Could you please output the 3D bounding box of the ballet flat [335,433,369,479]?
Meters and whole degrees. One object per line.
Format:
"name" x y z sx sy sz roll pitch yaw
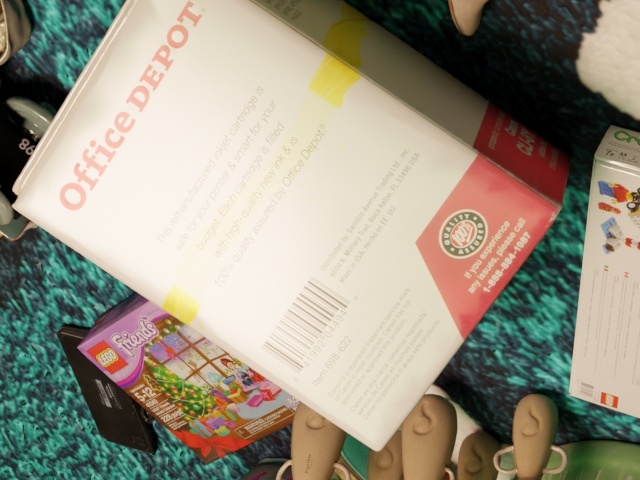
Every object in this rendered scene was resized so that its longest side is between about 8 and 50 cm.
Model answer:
"ballet flat" 0.068 0.263 2.065 0.206 0.073 0.067 56 162 -22

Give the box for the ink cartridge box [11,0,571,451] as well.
"ink cartridge box" -0.022 -0.053 1.647 0.385 0.160 0.279 34 113 -3

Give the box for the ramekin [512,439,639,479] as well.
"ramekin" 0.305 0.357 1.930 0.303 0.148 0.303 18 138 17

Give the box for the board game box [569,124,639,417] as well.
"board game box" 0.324 0.051 1.685 0.193 0.053 0.305 18 138 18

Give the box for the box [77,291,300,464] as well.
"box" -0.098 0.114 2.013 0.201 0.057 0.293 44 138 -13

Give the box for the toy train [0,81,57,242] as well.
"toy train" -0.392 -0.122 1.908 0.334 0.142 0.190 39 157 -12

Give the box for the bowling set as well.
"bowling set" 0.114 0.258 1.930 0.287 0.154 0.200 -1 147 17

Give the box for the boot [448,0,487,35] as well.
"boot" 0.147 -0.212 1.545 0.087 0.042 0.118 7 134 23

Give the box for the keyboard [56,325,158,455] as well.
"keyboard" -0.227 0.170 2.180 0.108 0.023 0.180 12 137 32

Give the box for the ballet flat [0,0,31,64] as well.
"ballet flat" -0.322 -0.253 1.779 0.072 0.068 0.213 8 134 27

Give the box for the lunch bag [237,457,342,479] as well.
"lunch bag" -0.032 0.391 2.075 0.160 0.223 0.262 -12 103 39
